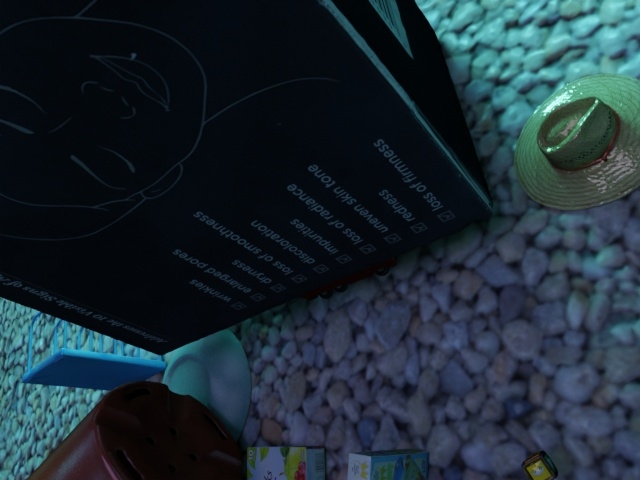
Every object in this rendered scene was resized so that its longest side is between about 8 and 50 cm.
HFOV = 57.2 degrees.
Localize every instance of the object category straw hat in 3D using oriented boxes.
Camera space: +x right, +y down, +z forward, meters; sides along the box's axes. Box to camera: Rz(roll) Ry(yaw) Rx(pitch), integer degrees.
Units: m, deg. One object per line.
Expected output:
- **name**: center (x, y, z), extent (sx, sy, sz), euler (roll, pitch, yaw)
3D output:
- **straw hat**: center (0.237, -0.100, 0.546), extent (0.144, 0.061, 0.145), euler (-14, 68, 39)

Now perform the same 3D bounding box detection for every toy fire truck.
- **toy fire truck**: center (0.000, 0.000, 0.734), extent (0.192, 0.047, 0.135), euler (-26, 60, 32)

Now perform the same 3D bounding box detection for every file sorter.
- **file sorter**: center (-0.348, 0.161, 0.911), extent (0.118, 0.170, 0.105), euler (-32, 56, 30)

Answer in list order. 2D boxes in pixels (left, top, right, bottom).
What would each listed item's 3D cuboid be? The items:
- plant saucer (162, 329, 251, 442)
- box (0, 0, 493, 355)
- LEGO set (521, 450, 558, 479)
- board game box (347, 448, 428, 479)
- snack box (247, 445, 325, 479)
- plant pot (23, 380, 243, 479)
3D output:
- **plant saucer**: center (-0.177, 0.216, 0.834), extent (0.194, 0.037, 0.195), euler (-13, 70, 38)
- **box**: center (-0.166, -0.145, 0.576), extent (0.471, 0.480, 0.298), euler (-26, 51, 25)
- **LEGO set**: center (0.168, 0.303, 0.467), extent (0.182, 0.060, 0.244), euler (26, 94, 26)
- **board game box**: center (0.063, 0.281, 0.557), extent (0.026, 0.103, 0.154), euler (-6, 73, 40)
- **snack box**: center (-0.041, 0.314, 0.683), extent (0.100, 0.037, 0.141), euler (-17, 66, 39)
- **plant pot**: center (-0.245, 0.332, 0.710), extent (0.265, 0.272, 0.272), euler (-51, 50, 13)
